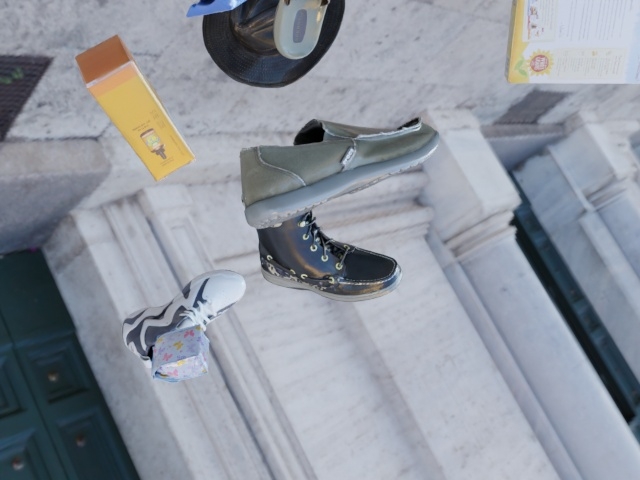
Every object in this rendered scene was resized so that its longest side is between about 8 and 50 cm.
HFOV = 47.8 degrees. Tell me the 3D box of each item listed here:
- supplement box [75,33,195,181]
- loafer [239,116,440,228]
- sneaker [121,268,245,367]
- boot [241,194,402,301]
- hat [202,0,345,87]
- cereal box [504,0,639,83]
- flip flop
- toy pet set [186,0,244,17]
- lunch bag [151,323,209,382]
[{"bbox_3d":[-0.277,-0.195,1.103,0.078,0.080,0.233,-30,144,-3],"label":"supplement box"},{"bbox_3d":[0.022,-0.091,0.742,0.251,0.087,0.094,-24,-179,-35],"label":"loafer"},{"bbox_3d":[-0.220,0.146,1.249,0.235,0.094,0.153,-21,-148,-16],"label":"sneaker"},{"bbox_3d":[-0.001,0.001,1.092,0.178,0.236,0.085,74,31,-44],"label":"boot"},{"bbox_3d":[-0.111,-0.494,1.526,0.331,0.331,0.134,-29,177,6],"label":"hat"},{"bbox_3d":[0.437,-0.349,1.199,0.240,0.173,0.047,1,-152,3],"label":"cereal box"},{"bbox_3d":[-0.026,-0.422,1.211,0.112,0.080,0.277,-5,135,-17],"label":"flip flop"},{"bbox_3d":[-0.070,-0.233,0.590,0.122,0.065,0.114,-51,-175,39],"label":"toy pet set"},{"bbox_3d":[-0.213,0.174,1.090,0.083,0.071,0.053,-14,127,2],"label":"lunch bag"}]
